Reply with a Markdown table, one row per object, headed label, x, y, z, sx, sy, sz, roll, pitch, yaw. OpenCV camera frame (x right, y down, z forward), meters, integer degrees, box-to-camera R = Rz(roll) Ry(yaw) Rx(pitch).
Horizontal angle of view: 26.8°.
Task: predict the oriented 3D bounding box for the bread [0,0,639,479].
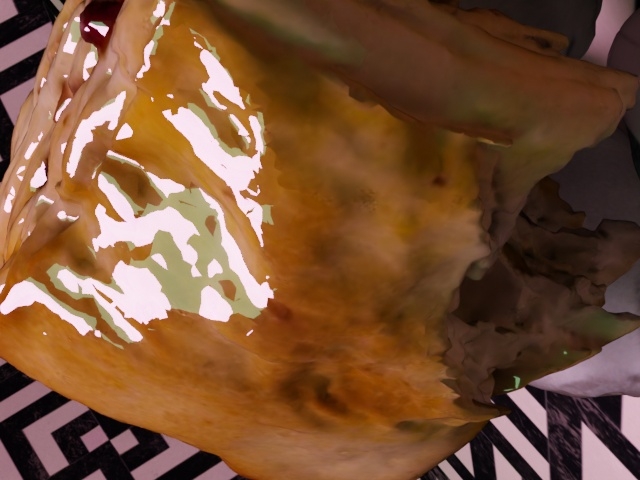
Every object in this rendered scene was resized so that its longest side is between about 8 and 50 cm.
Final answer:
| label | x | y | z | sx | sy | sz | roll | pitch | yaw |
| --- | --- | --- | --- | --- | --- | --- | --- | --- | --- |
| bread | 0.000 | 0.000 | 0.637 | 0.314 | 0.191 | 0.370 | 22 | 155 | -20 |

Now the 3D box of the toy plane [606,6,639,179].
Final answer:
| label | x | y | z | sx | sy | sz | roll | pitch | yaw |
| --- | --- | --- | --- | --- | --- | --- | --- | --- | --- |
| toy plane | 0.236 | -0.023 | 0.588 | 0.252 | 0.118 | 0.252 | 29 | -163 | -10 |

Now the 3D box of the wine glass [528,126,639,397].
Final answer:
| label | x | y | z | sx | sy | sz | roll | pitch | yaw |
| --- | --- | --- | --- | --- | --- | --- | --- | --- | --- |
| wine glass | 0.184 | 0.035 | 0.851 | 0.357 | 0.190 | 0.190 | 40 | 158 | 40 |

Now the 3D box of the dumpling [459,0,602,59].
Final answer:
| label | x | y | z | sx | sy | sz | roll | pitch | yaw |
| --- | --- | --- | --- | --- | --- | --- | --- | --- | --- |
| dumpling | 0.030 | -0.246 | 0.721 | 0.320 | 0.270 | 0.212 | 45 | 123 | 18 |
